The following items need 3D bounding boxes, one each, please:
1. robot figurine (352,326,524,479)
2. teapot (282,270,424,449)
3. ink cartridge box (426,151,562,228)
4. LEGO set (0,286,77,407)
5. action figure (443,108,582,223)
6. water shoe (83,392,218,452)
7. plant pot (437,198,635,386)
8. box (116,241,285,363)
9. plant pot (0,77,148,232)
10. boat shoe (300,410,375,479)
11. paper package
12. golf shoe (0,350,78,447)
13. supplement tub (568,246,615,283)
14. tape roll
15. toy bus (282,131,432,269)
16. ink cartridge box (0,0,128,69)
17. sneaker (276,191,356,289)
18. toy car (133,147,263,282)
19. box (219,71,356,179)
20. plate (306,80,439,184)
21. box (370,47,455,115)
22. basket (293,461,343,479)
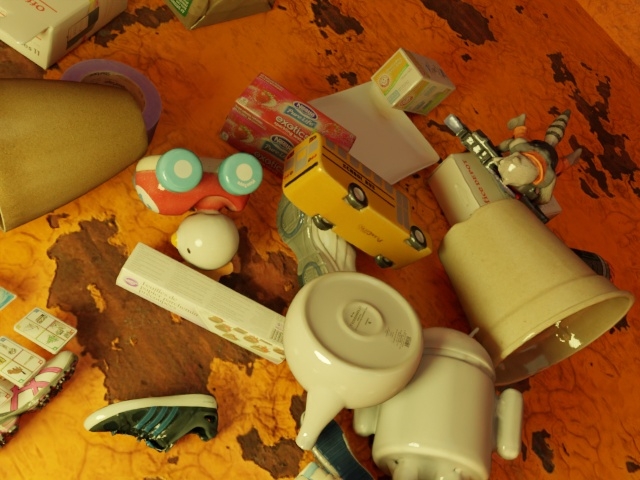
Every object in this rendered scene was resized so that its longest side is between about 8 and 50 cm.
[{"bbox_3d":[0.205,0.303,1.073,0.300,0.199,0.353,8,52,12],"label":"robot figurine"},{"bbox_3d":[0.043,0.186,1.035,0.256,0.187,0.252,-8,50,-29],"label":"teapot"},{"bbox_3d":[0.436,-0.115,1.519,0.283,0.117,0.207,-10,66,-33],"label":"ink cartridge box"},{"bbox_3d":[-0.513,0.142,0.868,0.244,0.060,0.182,29,41,4],"label":"LEGO set"},{"bbox_3d":[0.474,-0.226,1.425,0.341,0.178,0.330,45,40,1],"label":"action figure"},{"bbox_3d":[-0.250,0.283,0.918,0.203,0.073,0.080,0,64,-29],"label":"water shoe"},{"bbox_3d":[0.416,0.092,1.278,0.334,0.333,0.305,-6,53,-32],"label":"plant pot"},{"bbox_3d":[-0.193,0.114,1.062,0.324,0.063,0.067,28,50,-11],"label":"box"},{"bbox_3d":[-0.423,-0.162,0.977,0.255,0.237,0.237,-21,72,-30],"label":"plant pot"},{"bbox_3d":[0.019,0.371,1.012,0.066,0.066,0.183,-19,61,-37],"label":"boat shoe"},{"bbox_3d":[-0.282,-0.709,1.468,0.310,0.168,0.324,-32,80,-37],"label":"paper package"},{"bbox_3d":[-0.434,0.216,0.862,0.086,0.067,0.186,42,50,2],"label":"golf shoe"},{"bbox_3d":[0.632,0.078,1.506,0.191,0.117,0.116,11,56,-22],"label":"supplement tub"},{"bbox_3d":[-0.409,-0.252,1.164,0.189,0.080,0.188,14,54,-21],"label":"tape roll"},{"bbox_3d":[0.081,-0.066,1.199,0.333,0.108,0.130,31,43,-33],"label":"toy bus"},{"bbox_3d":[-0.563,-0.486,1.200,0.207,0.119,0.353,34,49,-6],"label":"ink cartridge box"},{"bbox_3d":[0.000,0.000,1.232,0.129,0.111,0.297,0,67,-43],"label":"sneaker"},{"bbox_3d":[-0.225,-0.031,1.085,0.211,0.219,0.237,0,89,-29],"label":"toy car"},{"bbox_3d":[-0.070,-0.225,1.306,0.257,0.122,0.128,34,50,-6],"label":"box"},{"bbox_3d":[0.127,-0.255,1.484,0.277,0.045,0.278,-29,77,-39],"label":"plate"},{"bbox_3d":[0.242,-0.407,1.562,0.203,0.114,0.103,-7,61,-54],"label":"box"},{"bbox_3d":[0.035,0.481,0.843,0.289,0.254,0.201,32,46,17],"label":"basket"}]
